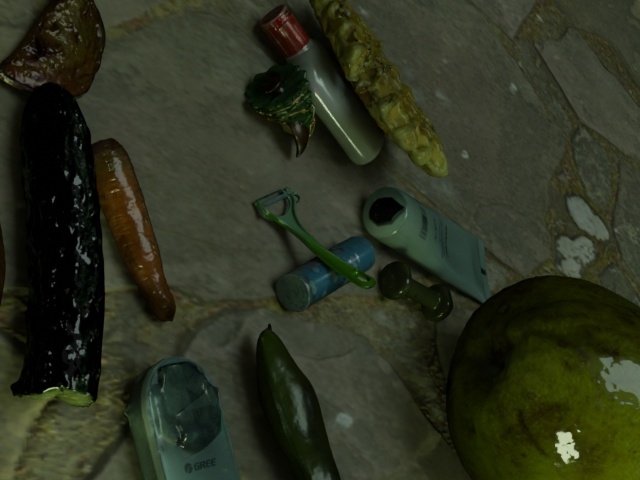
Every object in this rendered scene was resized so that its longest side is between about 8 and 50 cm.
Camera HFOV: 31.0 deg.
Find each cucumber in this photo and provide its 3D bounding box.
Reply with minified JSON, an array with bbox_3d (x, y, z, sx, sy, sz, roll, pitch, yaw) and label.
[{"bbox_3d":[-0.229,-0.001,1.025,0.081,0.072,0.303,23,55,-46],"label":"cucumber"}]

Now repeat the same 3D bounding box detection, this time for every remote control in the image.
[{"bbox_3d":[-0.120,0.232,1.078,0.104,0.052,0.247,0,73,-55],"label":"remote control"}]

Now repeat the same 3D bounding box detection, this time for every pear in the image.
[{"bbox_3d":[0.329,0.221,1.460,0.413,0.352,0.352,36,47,-35],"label":"pear"}]

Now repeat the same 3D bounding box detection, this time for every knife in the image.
[{"bbox_3d":[-0.001,0.002,1.328,0.166,0.022,0.078,43,38,12],"label":"knife"}]

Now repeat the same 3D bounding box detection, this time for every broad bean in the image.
[{"bbox_3d":[-0.010,0.243,1.210,0.075,0.067,0.325,-10,80,-46],"label":"broad bean"}]

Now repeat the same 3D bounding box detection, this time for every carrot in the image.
[{"bbox_3d":[-0.180,-0.008,1.122,0.047,0.047,0.191,-28,97,-55],"label":"carrot"}]

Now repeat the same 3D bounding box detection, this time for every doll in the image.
[{"bbox_3d":[-0.026,-0.159,1.380,0.113,0.076,0.078,40,36,-38],"label":"doll"}]

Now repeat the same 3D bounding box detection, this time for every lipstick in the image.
[{"bbox_3d":[0.008,0.038,1.354,0.158,0.048,0.048,-28,97,-55],"label":"lipstick"}]

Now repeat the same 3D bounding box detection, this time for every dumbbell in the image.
[{"bbox_3d":[0.126,0.067,1.502,0.118,0.046,0.052,28,47,-45],"label":"dumbbell"}]

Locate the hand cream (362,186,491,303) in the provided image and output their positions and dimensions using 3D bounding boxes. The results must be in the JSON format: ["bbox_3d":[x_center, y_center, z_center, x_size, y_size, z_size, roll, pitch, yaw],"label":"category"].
[{"bbox_3d":[0.164,0.005,1.586,0.320,0.067,0.109,26,52,-51],"label":"hand cream"}]

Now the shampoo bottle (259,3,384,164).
[{"bbox_3d":[0.003,-0.199,1.455,0.221,0.051,0.108,51,26,-26],"label":"shampoo bottle"}]

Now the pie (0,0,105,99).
[{"bbox_3d":[-0.247,-0.197,1.136,0.088,0.033,0.191,50,39,-33],"label":"pie"}]

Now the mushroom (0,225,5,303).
[{"bbox_3d":[-0.352,0.011,0.781,0.278,0.163,0.297,60,35,-29],"label":"mushroom"}]

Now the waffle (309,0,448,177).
[{"bbox_3d":[0.078,-0.201,1.489,0.250,0.056,0.261,45,15,-46],"label":"waffle"}]
